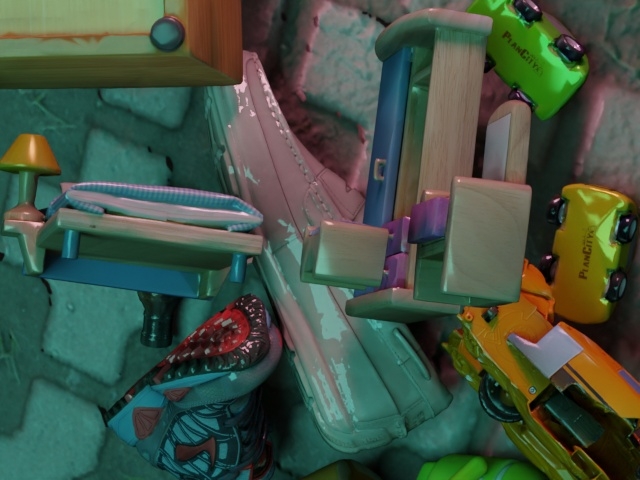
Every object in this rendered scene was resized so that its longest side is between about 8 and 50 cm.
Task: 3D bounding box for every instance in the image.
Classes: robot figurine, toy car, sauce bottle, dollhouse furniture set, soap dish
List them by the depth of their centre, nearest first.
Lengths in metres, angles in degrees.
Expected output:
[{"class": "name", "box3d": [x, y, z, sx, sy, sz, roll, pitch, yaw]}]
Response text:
[{"class": "dollhouse furniture set", "box3d": [-0.048, -0.067, 1.152, 0.303, 0.286, 0.198, 7, 83, -11]}, {"class": "robot figurine", "box3d": [0.206, 0.148, 1.220, 0.085, 0.211, 0.291, -43, 83, -8]}, {"class": "toy car", "box3d": [0.191, -0.090, 1.242, 0.225, 0.053, 0.239, 47, 117, 11]}, {"class": "soap dish", "box3d": [-0.175, -0.250, 1.265, 0.229, 0.118, 0.290, 0, 100, 8]}, {"class": "robot figurine", "box3d": [0.123, 0.193, 1.327, 0.115, 0.067, 0.101, 2, 142, 37]}, {"class": "sauce bottle", "box3d": [-0.127, 0.023, 1.442, 0.042, 0.042, 0.128, 16, 111, 24]}]

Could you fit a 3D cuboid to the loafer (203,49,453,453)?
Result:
[{"class": "loafer", "box3d": [0.000, 0.000, 1.345, 0.111, 0.112, 0.319, -21, 86, -7]}]

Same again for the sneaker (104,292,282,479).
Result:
[{"class": "sneaker", "box3d": [-0.069, 0.127, 1.373, 0.125, 0.104, 0.262, 47, 154, -2]}]

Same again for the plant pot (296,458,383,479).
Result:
[{"class": "plant pot", "box3d": [-0.014, 0.271, 1.362, 0.188, 0.205, 0.205, -41, 81, 13]}]
